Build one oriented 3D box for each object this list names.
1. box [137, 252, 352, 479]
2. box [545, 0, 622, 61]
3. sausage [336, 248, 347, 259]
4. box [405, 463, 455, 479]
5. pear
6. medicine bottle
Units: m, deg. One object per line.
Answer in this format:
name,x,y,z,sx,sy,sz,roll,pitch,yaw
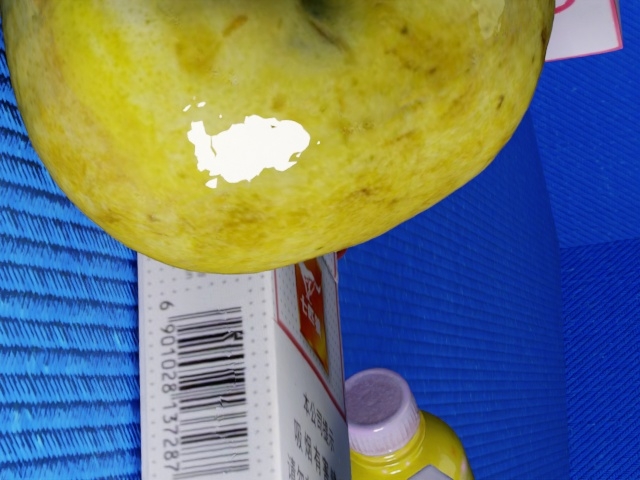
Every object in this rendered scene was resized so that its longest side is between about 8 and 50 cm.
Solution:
box,-0.049,0.057,1.289,0.210,0.095,0.330,61,22,-61
box,0.110,-0.357,1.822,0.312,0.300,0.314,65,20,-52
sausage,0.000,0.000,1.679,0.048,0.050,0.145,41,9,8
box,0.021,0.246,1.214,0.194,0.073,0.139,-26,141,-43
pear,-0.031,-0.130,1.064,0.304,0.304,0.304,-8,90,-78
medicine bottle,0.067,0.199,1.679,0.212,0.122,0.122,69,18,-46
